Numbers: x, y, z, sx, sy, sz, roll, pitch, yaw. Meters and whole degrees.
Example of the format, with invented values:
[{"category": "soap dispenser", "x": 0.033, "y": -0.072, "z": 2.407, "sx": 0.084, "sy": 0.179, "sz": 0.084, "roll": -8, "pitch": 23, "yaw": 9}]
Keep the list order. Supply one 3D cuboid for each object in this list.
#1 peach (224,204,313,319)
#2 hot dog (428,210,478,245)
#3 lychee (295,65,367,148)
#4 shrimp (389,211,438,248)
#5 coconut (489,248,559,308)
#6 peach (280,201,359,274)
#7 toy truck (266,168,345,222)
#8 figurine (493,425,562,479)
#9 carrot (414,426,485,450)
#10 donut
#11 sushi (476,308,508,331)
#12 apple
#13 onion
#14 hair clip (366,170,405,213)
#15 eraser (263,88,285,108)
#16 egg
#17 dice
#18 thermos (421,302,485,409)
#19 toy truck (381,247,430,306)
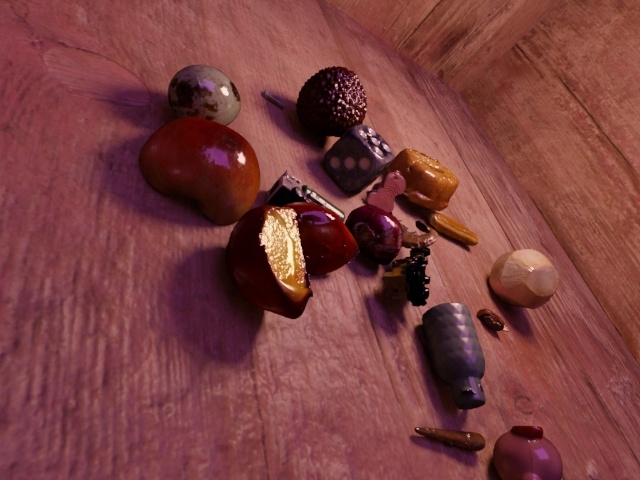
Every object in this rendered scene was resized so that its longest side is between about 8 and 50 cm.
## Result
[{"category": "peach", "x": -0.125, "y": 0.057, "z": 0.939, "sx": 0.159, "sy": 0.154, "sz": 0.267, "roll": 15, "pitch": 55, "yaw": -49}, {"category": "hot dog", "x": 0.566, "y": -0.044, "z": 1.822, "sx": 0.286, "sy": 0.061, "sz": 0.088, "roll": 26, "pitch": 41, "yaw": -24}, {"category": "lychee", "x": 0.038, "y": -0.483, "z": 1.556, "sx": 0.264, "sy": 0.300, "sz": 0.264, "roll": 19, "pitch": 6, "yaw": -2}, {"category": "shrimp", "x": 0.306, "y": -0.038, "z": 1.462, "sx": 0.173, "sy": 0.058, "sz": 0.253, "roll": -4, "pitch": 27, "yaw": -2}, {"category": "coconut", "x": 0.837, "y": 0.158, "z": 1.777, "sx": 0.259, "sy": 0.259, "sz": 0.259, "roll": 27, "pitch": 40, "yaw": -26}, {"category": "peach", "x": 0.000, "y": 0.000, "z": 1.121, "sx": 0.279, "sy": 0.068, "sz": 0.189, "roll": 14, "pitch": 85, "yaw": -25}, {"category": "toy truck", "x": -0.034, "y": -0.095, "z": 1.226, "sx": 0.242, "sy": 0.101, "sz": 0.125, "roll": 33, "pitch": 33, "yaw": -24}, {"category": "figurine", "x": 0.539, "y": 0.580, "z": 1.115, "sx": 0.173, "sy": 0.173, "sz": 0.173, "roll": 27, "pitch": 40, "yaw": -26}, {"category": "carrot", "x": 0.329, "y": 0.497, "z": 1.081, "sx": 0.254, "sy": 0.049, "sz": 0.049, "roll": 23, "pitch": 42, "yaw": -26}, {"category": "donut", "x": 0.430, "y": -0.257, "z": 1.793, "sx": 0.299, "sy": 0.150, "sz": 0.317, "roll": 36, "pitch": 29, "yaw": 7}, {"category": "sushi", "x": 0.639, "y": 0.297, "z": 1.580, "sx": 0.120, "sy": 0.052, "sz": 0.055, "roll": 39, "pitch": 37, "yaw": -10}, {"category": "apple", "x": -0.261, "y": -0.198, "z": 1.035, "sx": 0.293, "sy": 0.163, "sz": 0.251, "roll": 32, "pitch": 39, "yaw": -23}, {"category": "onion", "x": 0.181, "y": -0.031, "z": 1.354, "sx": 0.195, "sy": 0.140, "sz": 0.218, "roll": 34, "pitch": 20, "yaw": 16}, {"category": "hair clip", "x": 0.246, "y": -0.177, "z": 1.561, "sx": 0.123, "sy": 0.138, "sz": 0.102, "roll": 33, "pitch": 43, "yaw": -31}, {"category": "eraser", "x": -0.168, "y": -0.515, "z": 1.553, "sx": 0.083, "sy": 0.019, "sz": 0.038, "roll": 26, "pitch": 42, "yaw": -27}, {"category": "egg", "x": -0.306, "y": -0.382, "z": 1.161, "sx": 0.169, "sy": 0.169, "sz": 0.231, "roll": 54, "pitch": 23, "yaw": 10}, {"category": "dice", "x": 0.137, "y": -0.288, "z": 1.511, "sx": 0.183, "sy": 0.182, "sz": 0.181, "roll": 49, "pitch": 36, "yaw": 5}, {"category": "thermos", "x": 0.394, "y": 0.338, "z": 1.229, "sx": 0.182, "sy": 0.145, "sz": 0.286, "roll": 55, "pitch": 23, "yaw": -49}, {"category": "toy truck", "x": 0.274, "y": 0.104, "z": 1.313, "sx": 0.257, "sy": 0.127, "sz": 0.127, "roll": -34, "pitch": 119, "yaw": -65}]
